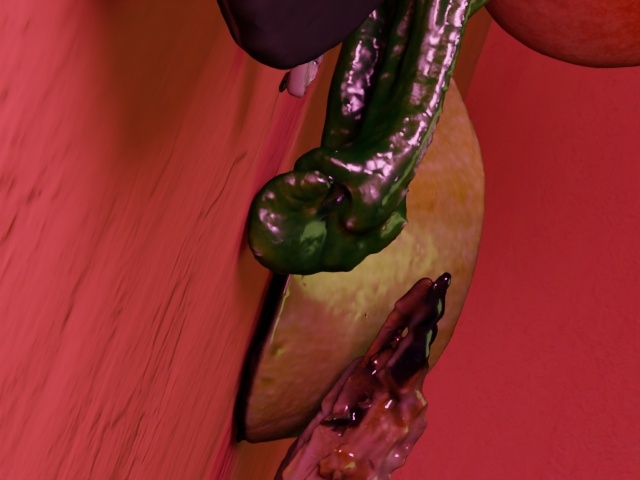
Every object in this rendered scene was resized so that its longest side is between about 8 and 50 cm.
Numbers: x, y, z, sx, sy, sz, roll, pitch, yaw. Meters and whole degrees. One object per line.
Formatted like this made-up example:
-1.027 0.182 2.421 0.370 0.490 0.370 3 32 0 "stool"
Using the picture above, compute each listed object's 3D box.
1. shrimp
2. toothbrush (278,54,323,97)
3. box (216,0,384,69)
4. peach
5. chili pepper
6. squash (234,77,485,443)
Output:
0.004 0.128 0.867 0.117 0.066 0.262 -51 172 -49 "shrimp"
0.014 -0.155 0.453 0.026 0.028 0.294 -59 169 -47 "toothbrush"
0.019 -0.150 0.326 0.201 0.042 0.212 77 35 -63 "box"
0.233 -0.250 1.345 0.252 0.252 0.252 18 90 -85 "peach"
0.043 -0.101 0.707 0.100 0.074 0.257 73 37 -82 "chili pepper"
0.000 0.000 0.943 0.204 0.155 0.237 24 -82 58 "squash"
